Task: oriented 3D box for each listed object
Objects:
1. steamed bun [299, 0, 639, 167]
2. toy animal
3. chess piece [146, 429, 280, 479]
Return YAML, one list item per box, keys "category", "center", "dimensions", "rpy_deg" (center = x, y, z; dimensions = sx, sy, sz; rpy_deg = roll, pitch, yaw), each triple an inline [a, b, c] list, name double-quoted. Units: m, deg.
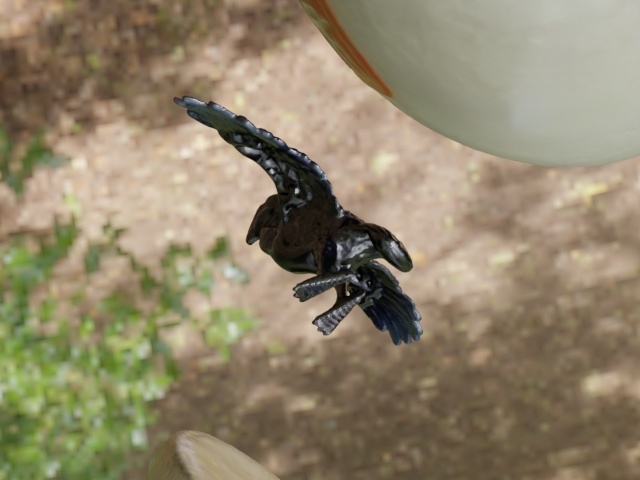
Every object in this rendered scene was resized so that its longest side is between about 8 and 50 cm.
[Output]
- category: "steamed bun"
  center: [0.085, -0.219, 0.998]
  dimensions: [0.241, 0.374, 0.374]
  rpy_deg: [-5, 168, 16]
- category: "toy animal"
  center: [0.000, 0.000, 1.016]
  dimensions: [0.062, 0.108, 0.220]
  rpy_deg: [-41, 124, 0]
- category: "chess piece"
  center: [-0.119, 0.267, 1.111]
  dimensions: [0.299, 0.167, 0.167]
  rpy_deg: [-48, 158, 6]
